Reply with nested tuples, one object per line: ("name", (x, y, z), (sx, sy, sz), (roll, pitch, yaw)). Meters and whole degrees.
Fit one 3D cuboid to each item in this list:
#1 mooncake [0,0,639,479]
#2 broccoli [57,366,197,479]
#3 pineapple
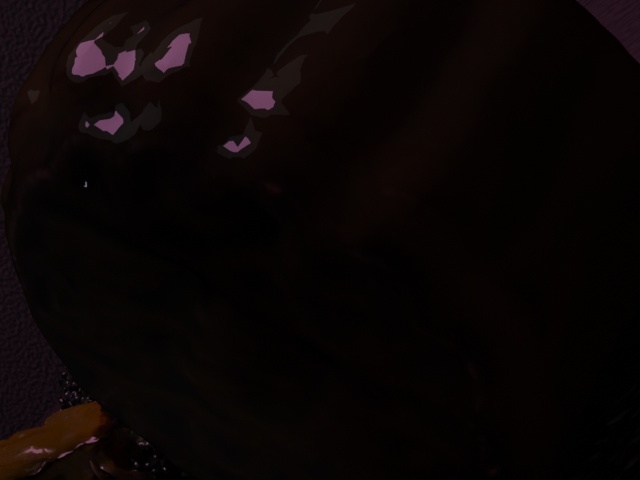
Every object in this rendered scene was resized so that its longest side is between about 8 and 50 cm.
("mooncake", (0.000, 0.000, 0.687), (0.161, 0.290, 0.290), (-55, 9, -33))
("broccoli", (-0.116, 0.119, 1.237), (0.176, 0.198, 0.226), (-13, 16, -37))
("pineapple", (-0.204, 0.210, 1.092), (0.114, 0.186, 0.236), (-122, 46, -70))
